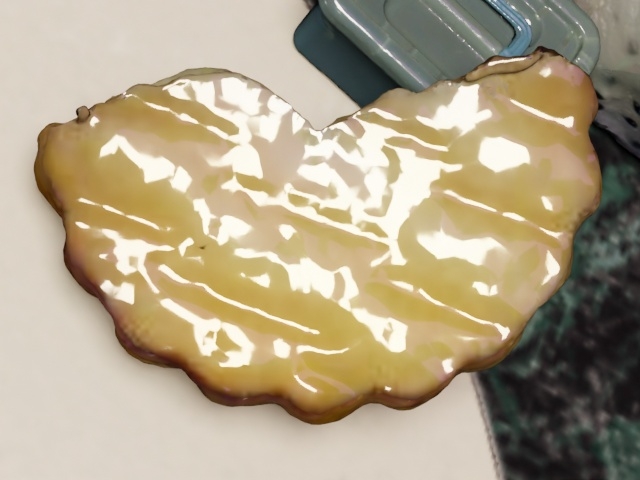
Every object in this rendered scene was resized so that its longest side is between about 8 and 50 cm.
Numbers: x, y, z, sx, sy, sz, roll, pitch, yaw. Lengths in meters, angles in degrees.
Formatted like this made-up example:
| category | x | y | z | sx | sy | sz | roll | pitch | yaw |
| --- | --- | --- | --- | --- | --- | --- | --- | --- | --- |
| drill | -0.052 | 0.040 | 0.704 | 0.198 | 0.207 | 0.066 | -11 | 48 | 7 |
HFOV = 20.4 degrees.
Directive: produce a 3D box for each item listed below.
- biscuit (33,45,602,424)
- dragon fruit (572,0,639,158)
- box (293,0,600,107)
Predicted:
| category | x | y | z | sx | sy | sz | roll | pitch | yaw |
| --- | --- | --- | --- | --- | --- | --- | --- | --- | --- |
| biscuit | 0.000 | 0.000 | 0.581 | 0.183 | 0.061 | 0.118 | -2 | 90 | -6 |
| dragon fruit | 0.227 | -0.122 | 0.655 | 0.283 | 0.204 | 0.221 | 29 | 65 | -14 |
| box | 0.042 | -0.072 | 0.638 | 0.099 | 0.054 | 0.074 | 42 | 65 | -8 |
